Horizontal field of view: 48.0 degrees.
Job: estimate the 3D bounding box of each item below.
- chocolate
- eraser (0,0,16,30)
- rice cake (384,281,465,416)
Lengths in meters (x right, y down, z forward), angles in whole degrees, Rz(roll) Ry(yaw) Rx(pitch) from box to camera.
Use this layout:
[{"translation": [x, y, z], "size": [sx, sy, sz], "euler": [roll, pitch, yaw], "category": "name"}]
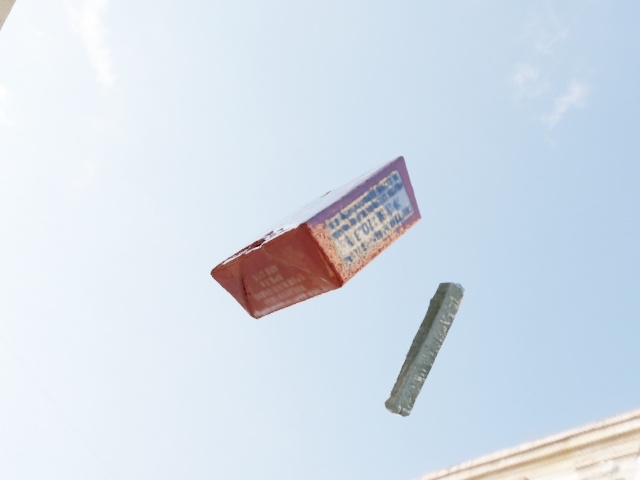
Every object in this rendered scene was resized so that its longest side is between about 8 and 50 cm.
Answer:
[{"translation": [0.000, 0.000, 1.017], "size": [0.235, 0.237, 0.108], "euler": [-27, -84, 47], "category": "chocolate"}, {"translation": [-0.196, -0.129, 0.319], "size": [0.150, 0.023, 0.103], "euler": [24, -94, 19], "category": "eraser"}, {"translation": [0.121, 0.123, 0.829], "size": [0.029, 0.170, 0.033], "euler": [33, -18, -17], "category": "rice cake"}]
